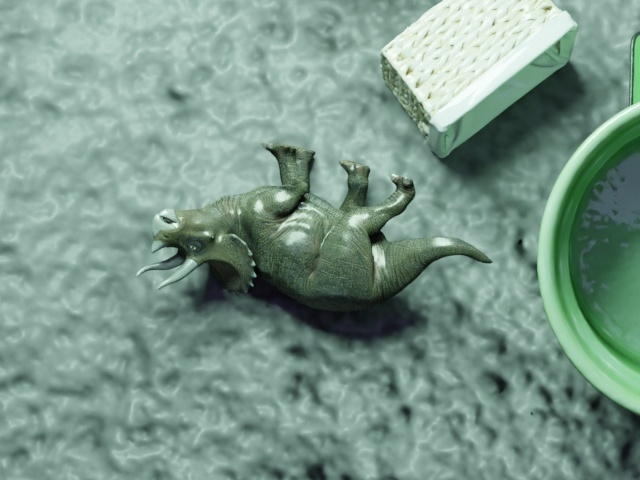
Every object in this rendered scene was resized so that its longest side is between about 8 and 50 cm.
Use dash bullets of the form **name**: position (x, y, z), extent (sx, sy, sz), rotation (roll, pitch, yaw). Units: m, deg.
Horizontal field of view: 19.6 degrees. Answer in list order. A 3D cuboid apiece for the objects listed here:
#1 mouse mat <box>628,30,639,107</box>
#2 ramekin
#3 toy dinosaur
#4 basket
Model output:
- **mouse mat**: position (0.387, -0.123, 1.762), extent (0.190, 0.007, 0.152), rotation (3, 81, 0)
- **ramekin**: position (0.343, 0.010, 1.679), extent (0.303, 0.148, 0.303), rotation (0, 95, 2)
- **toy dinosaur**: position (0.000, 0.000, 1.744), extent (0.314, 0.121, 0.160), rotation (16, 94, -2)
- **basket**: position (0.146, -0.176, 1.757), extent (0.167, 0.113, 0.103), rotation (-38, 79, -5)
